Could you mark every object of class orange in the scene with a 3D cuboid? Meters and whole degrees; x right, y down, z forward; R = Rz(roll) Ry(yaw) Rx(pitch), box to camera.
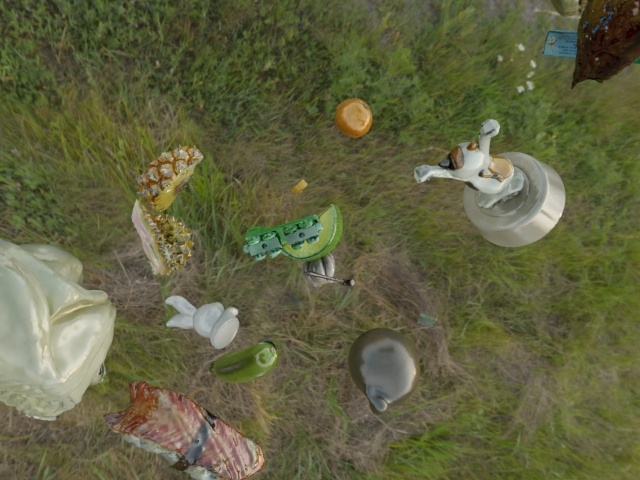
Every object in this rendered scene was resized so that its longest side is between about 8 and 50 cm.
[{"bbox_3d":[0.072,-0.262,0.975,0.083,0.083,0.084,3,81,-23],"label":"orange"}]

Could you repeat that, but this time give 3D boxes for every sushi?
[{"bbox_3d":[-0.266,0.404,0.929,0.332,0.129,0.124,44,44,-21],"label":"sushi"}]

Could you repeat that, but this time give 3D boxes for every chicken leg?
[{"bbox_3d":[0.293,-0.200,0.370,0.063,0.233,0.105,-13,97,-20],"label":"chicken leg"}]

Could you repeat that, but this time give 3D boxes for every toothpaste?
[{"bbox_3d":[0.557,-0.367,0.865,0.065,0.266,0.050,-8,117,-27],"label":"toothpaste"}]

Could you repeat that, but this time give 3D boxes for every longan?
[{"bbox_3d":[0.144,0.301,1.058,0.184,0.159,0.205,37,45,-23],"label":"longan"}]

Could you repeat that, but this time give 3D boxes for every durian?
[{"bbox_3d":[-0.391,-0.005,1.130,0.140,0.078,0.224,-39,129,-18],"label":"durian"}]

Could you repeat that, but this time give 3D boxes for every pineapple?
[{"bbox_3d":[-0.408,-0.153,1.168,0.079,0.233,0.135,47,32,-1],"label":"pineapple"}]

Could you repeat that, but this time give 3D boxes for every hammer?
[{"bbox_3d":[0.024,0.114,1.412,0.178,0.065,0.021,19,74,-35],"label":"hammer"}]

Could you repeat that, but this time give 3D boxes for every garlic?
[{"bbox_3d":[-0.001,0.075,1.712,0.127,0.131,0.194,15,71,-60],"label":"garlic"}]

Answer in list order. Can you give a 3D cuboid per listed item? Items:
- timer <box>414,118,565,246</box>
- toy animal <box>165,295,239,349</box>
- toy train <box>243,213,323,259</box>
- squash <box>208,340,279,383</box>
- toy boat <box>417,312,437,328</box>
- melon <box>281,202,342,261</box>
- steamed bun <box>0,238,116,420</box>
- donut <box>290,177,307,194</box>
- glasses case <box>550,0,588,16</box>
[{"bbox_3d":[0.292,-0.105,0.787,0.265,0.175,0.176,21,73,-44],"label":"timer"},{"bbox_3d":[-0.339,0.222,1.327,0.130,0.220,0.104,-35,138,-47],"label":"toy animal"},{"bbox_3d":[-0.112,-0.018,1.384,0.251,0.119,0.085,-16,118,6],"label":"toy train"},{"bbox_3d":[-0.224,0.349,1.263,0.094,0.340,0.095,21,57,-36],"label":"squash"},{"bbox_3d":[0.383,0.289,1.639,0.063,0.115,0.016,18,70,14],"label":"toy boat"},{"bbox_3d":[0.000,0.000,1.622,0.129,0.265,0.169,60,21,18],"label":"melon"},{"bbox_3d":[-0.489,0.113,0.727,0.345,0.394,0.238,8,53,9],"label":"steamed bun"},{"bbox_3d":[-0.081,-0.212,1.811,0.038,0.083,0.067,53,23,-2],"label":"donut"},{"bbox_3d":[0.329,-0.510,0.590,0.425,0.097,0.157,56,39,-43],"label":"glasses case"}]
